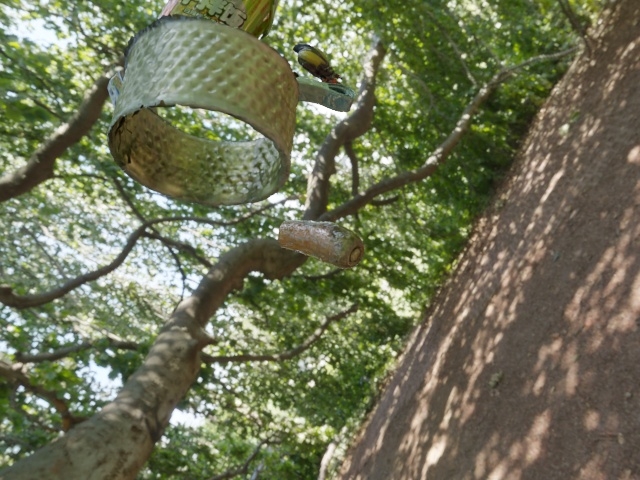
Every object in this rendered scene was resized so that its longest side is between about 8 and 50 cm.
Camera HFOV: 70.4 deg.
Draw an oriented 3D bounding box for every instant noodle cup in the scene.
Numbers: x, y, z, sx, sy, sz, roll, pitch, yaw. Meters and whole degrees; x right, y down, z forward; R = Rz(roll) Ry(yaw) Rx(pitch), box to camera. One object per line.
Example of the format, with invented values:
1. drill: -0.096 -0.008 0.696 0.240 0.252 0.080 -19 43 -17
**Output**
1. instant noodle cup: -0.300 -0.588 1.245 0.294 0.293 0.308 106 -172 -69

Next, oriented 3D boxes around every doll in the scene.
1. doll: 0.003 -0.619 1.631 0.088 0.249 0.127 -43 3 16

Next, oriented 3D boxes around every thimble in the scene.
1. thimble: -0.170 -0.175 0.679 0.271 0.270 0.150 109 165 -63

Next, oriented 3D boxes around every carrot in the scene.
1. carrot: 0.000 0.000 1.459 0.138 0.301 0.139 -31 -51 -47

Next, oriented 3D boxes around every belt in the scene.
1. belt: -0.033 -0.479 1.456 0.072 0.302 0.087 118 152 -48

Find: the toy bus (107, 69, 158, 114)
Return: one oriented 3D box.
1. toy bus: -0.594 -0.379 1.493 0.135 0.330 0.109 -14 4 37
